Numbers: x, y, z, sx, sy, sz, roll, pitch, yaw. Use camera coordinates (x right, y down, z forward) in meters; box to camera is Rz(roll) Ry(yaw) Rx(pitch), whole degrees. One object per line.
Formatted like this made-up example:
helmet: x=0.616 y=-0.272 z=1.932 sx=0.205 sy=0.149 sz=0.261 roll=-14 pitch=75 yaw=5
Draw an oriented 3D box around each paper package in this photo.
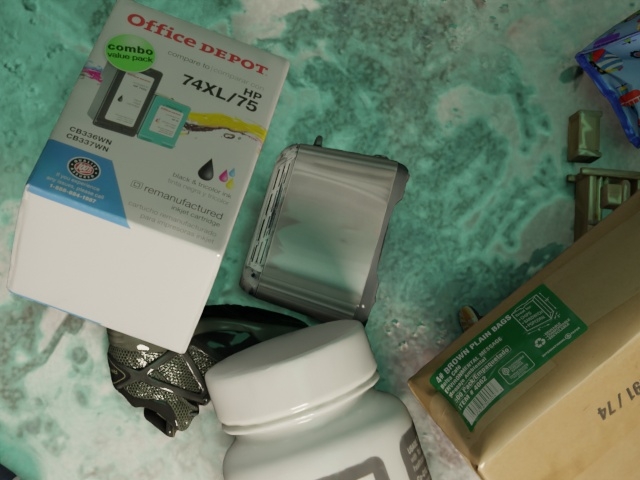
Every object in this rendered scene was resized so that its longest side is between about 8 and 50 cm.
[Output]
paper package: x=0.310 y=0.168 z=1.413 sx=0.325 sy=0.168 sz=0.309 roll=-39 pitch=123 yaw=-1

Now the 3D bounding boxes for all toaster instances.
toaster: x=0.000 y=0.000 z=1.503 sx=0.147 sy=0.129 sz=0.226 roll=16 pitch=79 yaw=-2

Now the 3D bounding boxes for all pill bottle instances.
pill bottle: x=0.020 y=0.277 z=1.397 sx=0.204 sy=0.204 sz=0.361 roll=-19 pitch=95 yaw=-11

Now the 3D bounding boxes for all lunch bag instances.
lunch bag: x=0.462 y=-0.250 z=1.498 sx=0.221 sy=0.293 sz=0.138 roll=-32 pitch=88 yaw=-26

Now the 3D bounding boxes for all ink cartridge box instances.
ink cartridge box: x=-0.175 y=-0.068 z=1.405 sx=0.198 sy=0.197 sz=0.270 roll=20 pitch=53 yaw=-5

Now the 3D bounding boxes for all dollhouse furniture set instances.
dollhouse furniture set: x=0.352 y=-0.065 z=1.545 sx=0.101 sy=0.161 sz=0.181 roll=4 pitch=82 yaw=-8

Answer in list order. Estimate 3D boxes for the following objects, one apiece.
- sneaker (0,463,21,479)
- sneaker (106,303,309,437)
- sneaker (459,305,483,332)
sneaker: x=-0.382 y=0.363 z=1.407 sx=0.153 sy=0.099 sz=0.282 roll=26 pitch=76 yaw=-2
sneaker: x=-0.122 y=0.139 z=1.491 sx=0.228 sy=0.087 sz=0.130 roll=-4 pitch=105 yaw=-25
sneaker: x=0.193 y=0.106 z=1.567 sx=0.037 sy=0.032 sz=0.083 roll=-37 pitch=93 yaw=-25
